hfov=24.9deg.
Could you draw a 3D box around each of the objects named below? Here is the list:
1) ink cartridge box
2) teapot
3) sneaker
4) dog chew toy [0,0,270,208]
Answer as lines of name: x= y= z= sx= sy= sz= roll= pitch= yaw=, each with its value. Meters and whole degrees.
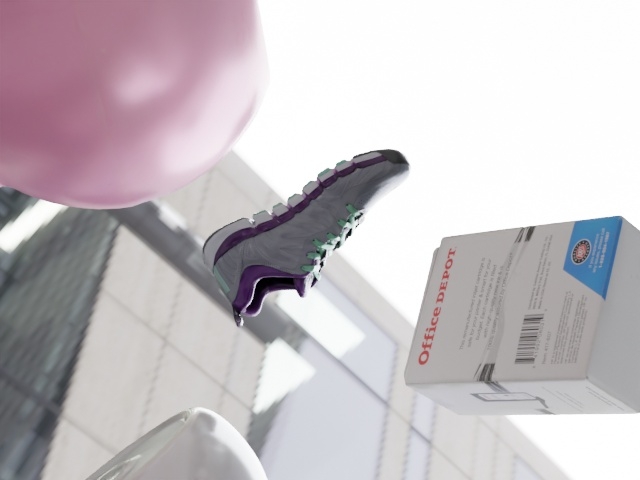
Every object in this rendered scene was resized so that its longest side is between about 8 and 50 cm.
ink cartridge box: x=0.185 y=0.069 z=1.249 sx=0.203 sy=0.086 sz=0.148 roll=-7 pitch=-121 yaw=48
teapot: x=-0.124 y=0.271 z=1.168 sx=0.252 sy=0.187 sz=0.256 roll=-34 pitch=-175 yaw=46
sneaker: x=0.000 y=0.000 z=1.398 sx=0.223 sy=0.083 sz=0.098 roll=-29 pitch=-115 yaw=8
dog chew toy: x=-0.198 y=-0.103 z=0.746 sx=0.331 sy=0.207 sz=0.207 roll=-11 pitch=-141 yaw=-3
